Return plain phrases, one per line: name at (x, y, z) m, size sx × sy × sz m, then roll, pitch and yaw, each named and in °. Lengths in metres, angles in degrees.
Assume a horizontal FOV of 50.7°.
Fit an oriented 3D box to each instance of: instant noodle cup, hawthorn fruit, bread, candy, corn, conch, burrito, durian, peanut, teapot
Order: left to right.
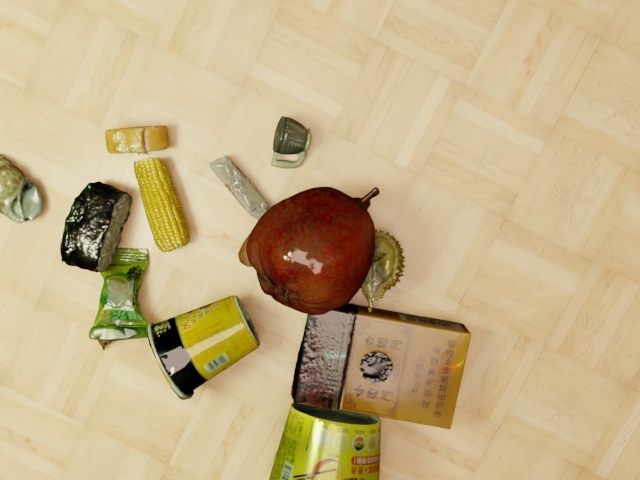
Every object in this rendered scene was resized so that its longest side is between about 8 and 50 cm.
conch at (-0.786, -0.122, 1.710) m, size 0.116 × 0.106 × 0.173 m, roll -47°, pitch 113°, yaw -13°
candy at (-0.511, 0.136, 1.738) m, size 0.149 × 0.069 × 0.246 m, roll -1°, pitch 77°, yaw -7°
bread at (-0.455, -0.245, 1.673) m, size 0.149 × 0.122 × 0.073 m, roll -3°, pitch 100°, yaw 3°
corn at (-0.401, -0.091, 1.704) m, size 0.093 × 0.093 × 0.244 m, roll -17°, pitch 97°, yaw 4°
instant noodle cup at (-0.286, 0.255, 1.700) m, size 0.236 × 0.215 × 0.215 m, roll -26°, pitch 96°, yaw -2°
burrito at (-0.200, -0.132, 1.712) m, size 0.064 × 0.064 × 0.203 m, roll -41°, pitch 92°, yaw 6°
peanut at (-0.151, 0.002, 1.718) m, size 0.076 × 0.076 × 0.152 m, roll 37°, pitch 93°, yaw -3°
teapot at (-0.072, -0.247, 1.692) m, size 0.091 × 0.124 × 0.092 m, roll 12°, pitch 56°, yaw -15°
hawthorn fruit at (-0.017, 0.015, 1.605) m, size 0.308 × 0.308 × 0.325 m, roll 16°, pitch 55°, yaw 0°
instant noodle cup at (0.025, 0.537, 1.686) m, size 0.311 × 0.311 × 0.221 m, roll 10°, pitch 89°, yaw 0°
durian at (0.154, 0.079, 1.689) m, size 0.102 × 0.146 × 0.208 m, roll 20°, pitch 78°, yaw -42°

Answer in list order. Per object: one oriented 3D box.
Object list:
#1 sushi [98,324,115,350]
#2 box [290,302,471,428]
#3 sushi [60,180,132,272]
sushi at (-0.545, 0.236, 1.772) m, size 0.120 × 0.052 × 0.055 m, roll -44°, pitch 79°, yaw 2°
box at (0.149, 0.311, 1.728) m, size 0.415 × 0.116 × 0.264 m, roll 11°, pitch 98°, yaw 0°
sushi at (-0.567, -0.035, 1.691) m, size 0.127 × 0.124 × 0.225 m, roll 18°, pitch 84°, yaw 3°
